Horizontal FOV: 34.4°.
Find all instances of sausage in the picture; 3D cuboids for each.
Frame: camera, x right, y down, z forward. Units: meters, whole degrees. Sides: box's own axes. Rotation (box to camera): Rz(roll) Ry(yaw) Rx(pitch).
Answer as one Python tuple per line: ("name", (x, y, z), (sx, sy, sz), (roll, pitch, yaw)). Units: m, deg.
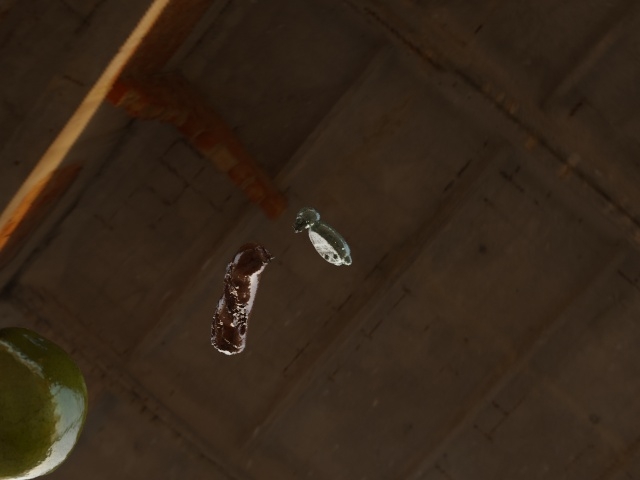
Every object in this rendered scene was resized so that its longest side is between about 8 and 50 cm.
("sausage", (-0.079, 0.056, 1.015), (0.042, 0.036, 0.158), (16, -44, -5))

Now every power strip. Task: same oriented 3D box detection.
("power strip", (0.000, 0.000, 1.166), (0.035, 0.055, 0.083), (-45, -71, -24))

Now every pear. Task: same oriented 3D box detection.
("pear", (-0.393, 0.207, 1.300), (0.198, 0.198, 0.198), (3, -75, 11))
